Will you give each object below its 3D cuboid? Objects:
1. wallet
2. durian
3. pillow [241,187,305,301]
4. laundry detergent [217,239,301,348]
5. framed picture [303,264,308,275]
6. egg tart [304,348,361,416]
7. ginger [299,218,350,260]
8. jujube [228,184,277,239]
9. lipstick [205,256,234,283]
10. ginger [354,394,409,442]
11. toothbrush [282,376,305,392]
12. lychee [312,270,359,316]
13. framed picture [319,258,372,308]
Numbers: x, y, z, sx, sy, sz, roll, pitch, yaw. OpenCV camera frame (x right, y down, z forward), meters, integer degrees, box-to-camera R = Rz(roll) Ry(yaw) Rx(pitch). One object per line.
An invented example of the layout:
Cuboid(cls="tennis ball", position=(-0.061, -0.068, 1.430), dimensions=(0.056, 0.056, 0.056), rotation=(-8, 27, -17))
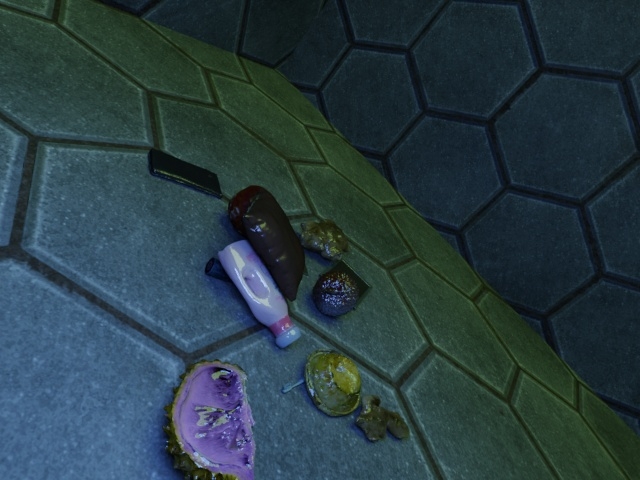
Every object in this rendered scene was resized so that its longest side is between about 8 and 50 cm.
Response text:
Cuboid(cls="wallet", position=(-0.492, -0.246, 1.671), dimensions=(0.286, 0.030, 0.146), rotation=(20, 36, -40))
Cuboid(cls="durian", position=(-0.240, 0.375, 0.942), dimensions=(0.191, 0.112, 0.341), rotation=(18, 24, -24))
Cuboid(cls="pillow", position=(-0.136, 0.003, 1.430), dimensions=(0.305, 0.109, 0.307), rotation=(62, 11, -17))
Cuboid(cls="laundry detergent", position=(-0.173, 0.158, 1.334), dimensions=(0.335, 0.088, 0.159), rotation=(57, 23, 6))
Cuboid(cls="framed picture", position=(-0.080, 0.094, 1.733), dimensions=(0.066, 0.006, 0.089), rotation=(23, 30, -34))
Cuboid(cls="egg tart", position=(0.047, 0.398, 1.308), dimensions=(0.213, 0.090, 0.212), rotation=(32, 34, -25))
Cuboid(cls="ginger", position=(0.000, 0.000, 1.874), dimensions=(0.219, 0.123, 0.270), rotation=(47, 35, 19))
Cuboid(cls="jujube", position=(-0.212, -0.074, 1.628), dimensions=(0.255, 0.190, 0.190), rotation=(46, 24, -8))
Cuboid(cls="lipstick", position=(-0.246, 0.124, 1.412), dimensions=(0.234, 0.053, 0.053), rotation=(31, 26, -33))
Cuboid(cls="ginger", position=(0.178, 0.536, 1.326), dimensions=(0.214, 0.059, 0.133), rotation=(43, 32, -17))
Cuboid(cls="toothbrush", position=(-0.041, 0.390, 1.293), dimensions=(0.016, 0.019, 0.220), rotation=(9, 7, 32))
Cuboid(cls="lychee", position=(0.053, 0.186, 1.587), dimensions=(0.165, 0.165, 0.197), rotation=(49, -2, 16))
Cuboid(cls="framed picture", position=(0.110, 0.171, 1.869), dimensions=(0.197, 0.014, 0.252), rotation=(44, 25, 7))
